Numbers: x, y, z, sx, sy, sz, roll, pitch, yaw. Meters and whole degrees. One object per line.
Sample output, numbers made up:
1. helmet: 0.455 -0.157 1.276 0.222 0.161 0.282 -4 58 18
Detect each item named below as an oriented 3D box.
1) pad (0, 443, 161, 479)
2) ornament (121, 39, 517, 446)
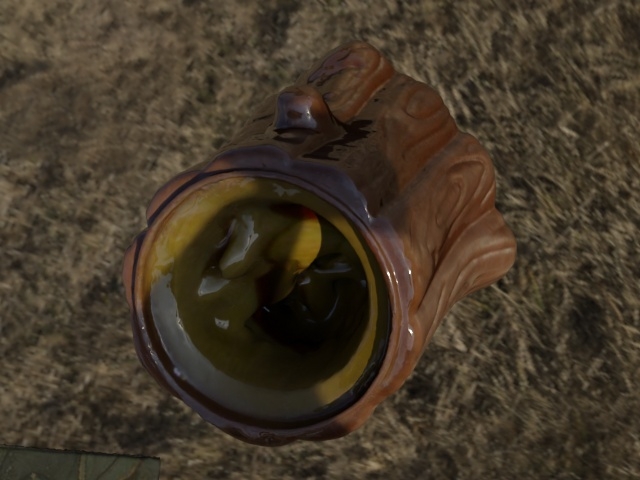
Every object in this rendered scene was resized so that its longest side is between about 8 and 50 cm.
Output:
1. pad: -0.244 0.217 0.525 0.007 0.367 0.248 -12 70 50
2. ornament: 0.000 0.000 0.688 0.235 0.217 0.221 11 111 12
